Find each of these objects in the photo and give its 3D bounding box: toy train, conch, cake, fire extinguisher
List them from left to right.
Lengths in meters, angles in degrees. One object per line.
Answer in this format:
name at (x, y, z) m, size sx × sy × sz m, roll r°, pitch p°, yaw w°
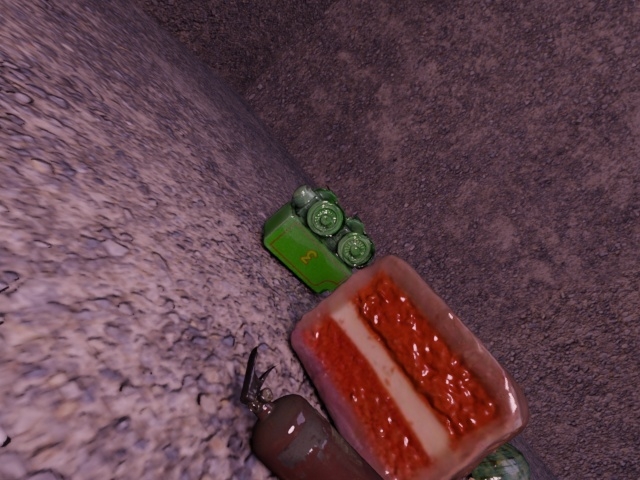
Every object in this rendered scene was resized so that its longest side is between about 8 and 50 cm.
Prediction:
toy train at (0.000, 0.000, 0.896) m, size 0.243 × 0.188 × 0.132 m, roll 44°, pitch 13°, yaw -22°
fire extinguisher at (0.007, 0.230, 0.418) m, size 0.268 × 0.072 × 0.089 m, roll 48°, pitch 31°, yaw -8°
cake at (0.132, 0.205, 0.615) m, size 0.309 × 0.237 × 0.230 m, roll 53°, pitch 8°, yaw 33°
conch at (0.397, 0.511, 0.933) m, size 0.175 × 0.122 × 0.188 m, roll 18°, pitch 19°, yaw -22°

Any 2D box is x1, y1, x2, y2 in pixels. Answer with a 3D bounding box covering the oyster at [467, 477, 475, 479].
oyster at (0.167, 0.391, 0.384) m, size 0.214 × 0.083 × 0.223 m, roll -51°, pitch 123°, yaw -69°
